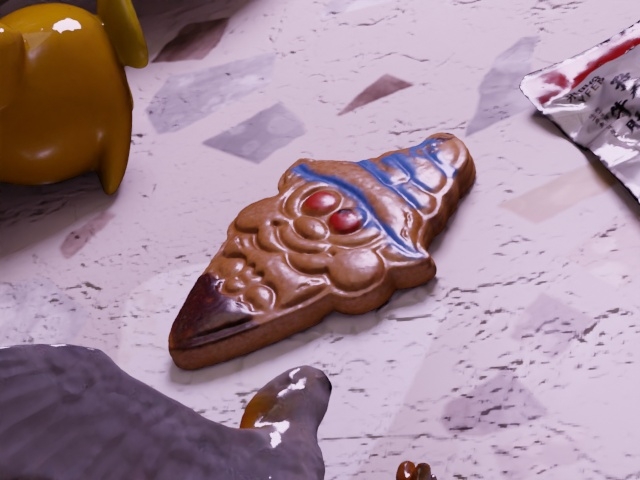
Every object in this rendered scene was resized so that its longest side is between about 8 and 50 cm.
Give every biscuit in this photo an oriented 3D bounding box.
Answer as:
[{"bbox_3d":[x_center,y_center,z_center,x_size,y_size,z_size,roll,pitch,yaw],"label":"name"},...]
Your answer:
[{"bbox_3d":[0.000,0.000,1.188,0.280,0.043,0.183,-33,36,-23],"label":"biscuit"}]

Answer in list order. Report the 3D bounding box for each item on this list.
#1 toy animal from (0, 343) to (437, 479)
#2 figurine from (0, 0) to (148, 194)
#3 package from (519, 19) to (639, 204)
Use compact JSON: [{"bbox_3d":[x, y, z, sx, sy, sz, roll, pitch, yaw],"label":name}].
[{"bbox_3d":[-0.061,0.197,0.892,0.302,0.225,0.284,-11,55,-9],"label":"toy animal"},{"bbox_3d":[-0.256,-0.109,1.324,0.228,0.215,0.215,1,35,-13],"label":"figurine"},{"bbox_3d":[0.258,-0.091,1.191,0.154,0.030,0.239,-27,38,-7],"label":"package"}]
